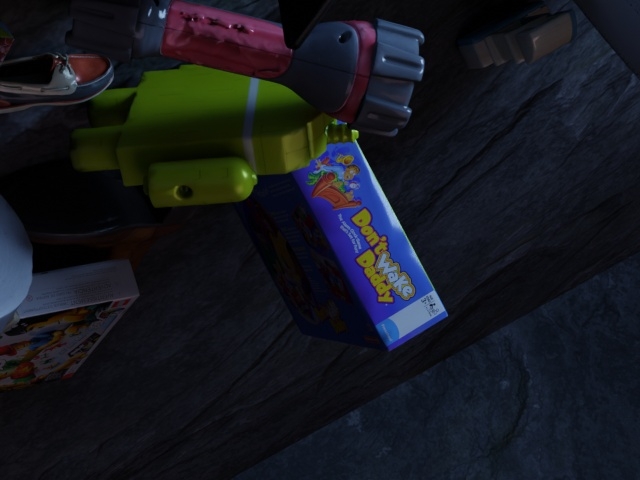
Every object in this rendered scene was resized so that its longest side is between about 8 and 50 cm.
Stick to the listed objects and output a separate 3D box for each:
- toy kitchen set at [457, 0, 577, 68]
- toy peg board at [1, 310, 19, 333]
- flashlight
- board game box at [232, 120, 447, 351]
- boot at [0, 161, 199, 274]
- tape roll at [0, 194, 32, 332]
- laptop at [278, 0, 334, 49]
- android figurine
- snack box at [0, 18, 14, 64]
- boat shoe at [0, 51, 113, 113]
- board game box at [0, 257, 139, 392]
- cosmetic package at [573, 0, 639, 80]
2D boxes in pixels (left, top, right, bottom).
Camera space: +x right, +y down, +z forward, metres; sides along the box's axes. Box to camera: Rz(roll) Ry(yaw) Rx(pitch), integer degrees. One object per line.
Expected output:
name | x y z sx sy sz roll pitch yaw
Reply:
toy kitchen set | 0.247 -0.320 1.354 0.122 0.166 0.207 -29 -166 -13
toy peg board | -0.402 0.062 1.085 0.161 0.161 0.079 -34 171 -3
flashlight | -0.066 -0.170 0.939 0.304 0.103 0.103 12 143 -11
board game box | 0.000 0.000 1.242 0.078 0.233 0.347 -30 -174 -14
boot | -0.299 0.012 1.265 0.264 0.096 0.280 -21 163 -47
tape roll | -0.366 0.011 0.935 0.219 0.219 0.072 -6 144 -51
laptop | 0.151 -0.361 0.912 0.236 0.408 0.382 24 125 -26
android figurine | -0.099 -0.115 1.045 0.273 0.248 0.056 -4 123 1
snack box | -0.375 -0.122 0.847 0.207 0.070 0.174 -6 144 -49
boat shoe | -0.254 -0.153 0.994 0.137 0.049 0.043 -17 150 -28
board game box | -0.356 0.115 1.279 0.193 0.053 0.305 -10 161 -32
cosmetic package | 0.383 -0.319 1.217 0.156 0.217 0.385 -39 174 9
